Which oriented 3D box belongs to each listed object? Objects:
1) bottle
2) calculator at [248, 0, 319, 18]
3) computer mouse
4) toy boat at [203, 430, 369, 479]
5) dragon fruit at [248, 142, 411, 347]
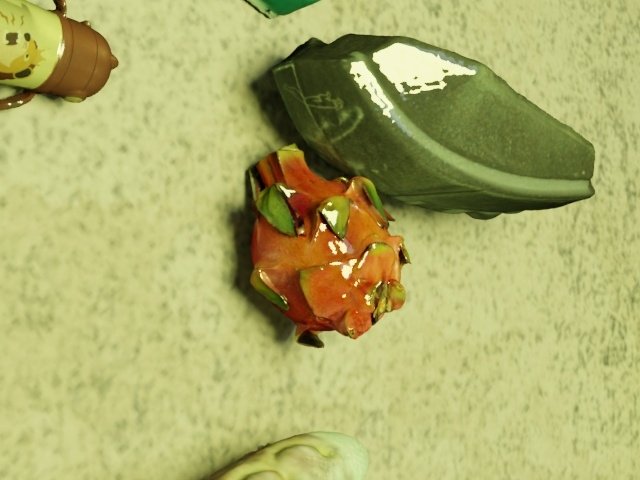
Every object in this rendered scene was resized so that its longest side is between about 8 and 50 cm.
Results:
[{"bbox_3d":[-0.140,-0.093,0.537,0.101,0.063,0.047,13,44,-44],"label":"bottle"},{"bbox_3d":[-0.050,-0.293,0.648,0.248,0.058,0.274,36,61,-33],"label":"calculator"},{"bbox_3d":[0.066,-0.051,0.678,0.231,0.126,0.071,26,76,-40],"label":"computer mouse"},{"bbox_3d":[-0.024,0.190,0.547,0.227,0.085,0.155,-32,118,-50],"label":"toy boat"},{"bbox_3d":[-0.002,-0.001,0.631,0.086,0.081,0.116,-29,79,-44],"label":"dragon fruit"}]
